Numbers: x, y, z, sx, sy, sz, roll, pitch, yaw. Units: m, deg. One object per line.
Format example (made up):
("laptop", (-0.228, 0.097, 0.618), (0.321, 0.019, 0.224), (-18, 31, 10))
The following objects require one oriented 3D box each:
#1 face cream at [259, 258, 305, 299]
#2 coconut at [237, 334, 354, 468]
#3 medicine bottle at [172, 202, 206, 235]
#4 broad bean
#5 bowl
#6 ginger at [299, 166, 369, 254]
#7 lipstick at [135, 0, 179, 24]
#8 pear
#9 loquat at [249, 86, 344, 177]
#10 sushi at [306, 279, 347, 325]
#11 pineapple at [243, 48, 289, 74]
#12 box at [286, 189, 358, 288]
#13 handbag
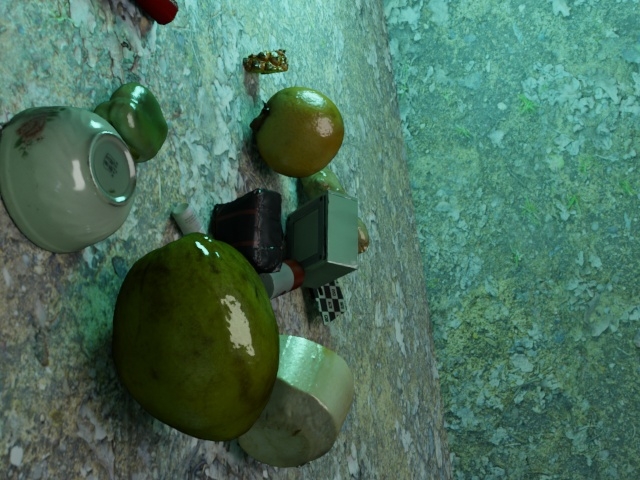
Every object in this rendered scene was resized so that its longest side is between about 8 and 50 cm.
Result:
("face cream", (-0.125, 0.108, 2.047), (0.214, 0.095, 0.096), (-15, 95, -68))
("coconut", (-0.073, 0.384, 1.832), (0.323, 0.322, 0.323), (-9, 90, -68))
("medicine bottle", (-0.305, -0.041, 1.730), (0.052, 0.052, 0.089), (-72, 146, -48))
("broad bean", (-0.388, -0.242, 1.557), (0.228, 0.100, 0.169), (-67, 149, -55))
("bowl", (-0.432, -0.119, 1.349), (0.277, 0.145, 0.277), (-7, 90, -69))
("ginger", (0.042, -0.110, 2.373), (0.354, 0.126, 0.190), (57, -7, 4))
("lipstick", (-0.417, -0.586, 1.646), (0.279, 0.073, 0.073), (41, 45, -60))
("pear", (-0.241, 0.188, 1.449), (0.352, 0.351, 0.414), (-39, 120, -64))
("loquat", (-0.071, -0.316, 2.153), (0.275, 0.274, 0.275), (-9, 90, -68))
("sushi", (-0.010, 0.122, 2.379), (0.192, 0.043, 0.280), (-23, 95, -63))
("pineapple", (-0.168, -0.529, 2.208), (0.116, 0.137, 0.069), (178, -94, -70))
("box", (0.000, 0.000, 2.195), (0.117, 0.225, 0.225), (15, 64, -30))
("handbag", (-0.183, -0.011, 1.862), (0.155, 0.169, 0.215), (17, 67, -50))
